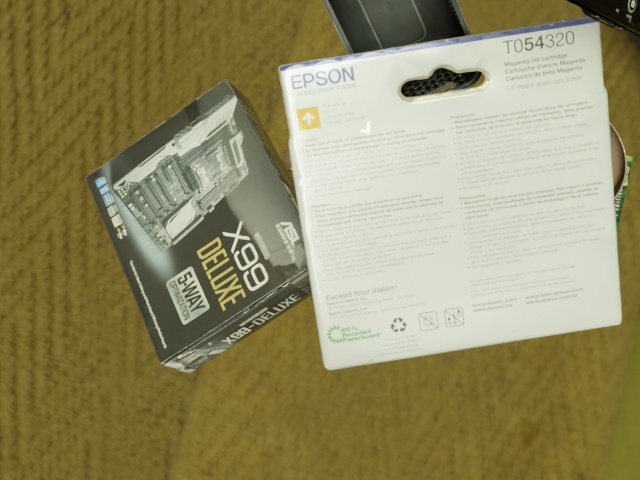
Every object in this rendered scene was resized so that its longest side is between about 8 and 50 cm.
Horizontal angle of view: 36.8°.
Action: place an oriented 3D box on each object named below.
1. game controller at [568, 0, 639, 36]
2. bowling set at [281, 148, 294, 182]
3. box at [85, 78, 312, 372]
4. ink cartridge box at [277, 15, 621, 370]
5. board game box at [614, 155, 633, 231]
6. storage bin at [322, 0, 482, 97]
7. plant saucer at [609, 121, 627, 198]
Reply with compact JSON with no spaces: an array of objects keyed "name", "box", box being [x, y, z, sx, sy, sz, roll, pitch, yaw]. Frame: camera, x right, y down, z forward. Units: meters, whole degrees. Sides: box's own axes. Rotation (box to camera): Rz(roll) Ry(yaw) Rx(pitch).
[{"name":"game controller","box":[0.238,-0.248,0.735,0.319,0.067,0.167,5,87,-47]},{"name":"bowling set","box":[0.000,0.000,1.479,0.200,0.287,0.154,-47,138,-19]},{"name":"box","box":[-0.145,-0.020,1.248,0.242,0.076,0.307,-33,63,11]},{"name":"ink cartridge box","box":[0.139,-0.047,1.005,0.324,0.071,0.330,-8,104,1]},{"name":"board game box","box":[0.446,-0.007,1.579,0.030,0.136,0.260,13,86,-7]},{"name":"storage bin","box":[0.079,-0.232,1.006,0.122,0.084,0.180,-26,122,7]},{"name":"plant saucer","box":[0.385,-0.125,1.431,0.029,0.168,0.168,-25,99,-40]}]
